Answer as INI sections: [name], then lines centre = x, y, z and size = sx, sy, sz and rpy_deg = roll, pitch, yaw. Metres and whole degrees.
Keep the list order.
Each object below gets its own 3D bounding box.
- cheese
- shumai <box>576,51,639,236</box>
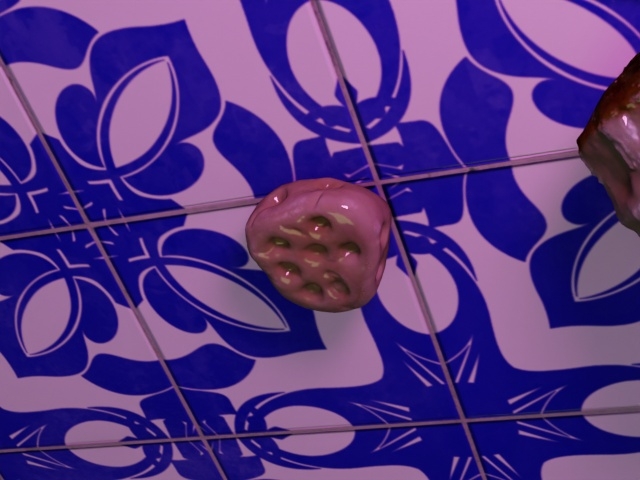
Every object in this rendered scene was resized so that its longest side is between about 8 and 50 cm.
[cheese]
centre = 0.000, 0.000, 1.728
size = 0.218, 0.117, 0.235
rpy_deg = 29, 131, -6
[shumai]
centre = 0.483, -0.097, 1.414
size = 0.323, 0.324, 0.397
rpy_deg = 40, 124, 2
